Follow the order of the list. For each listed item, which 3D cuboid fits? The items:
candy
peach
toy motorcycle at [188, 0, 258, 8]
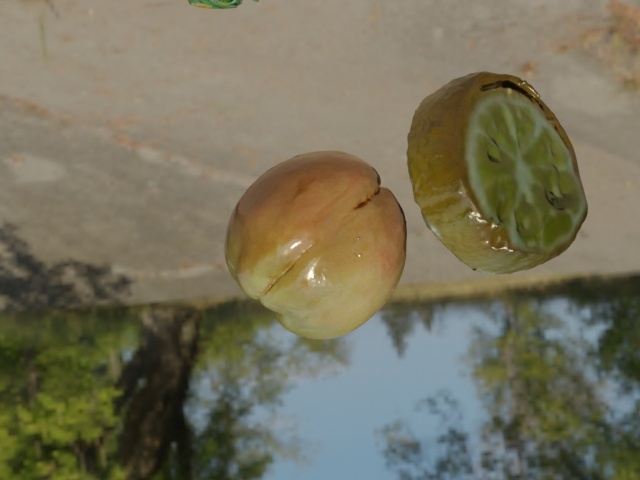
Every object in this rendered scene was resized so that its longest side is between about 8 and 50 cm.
[{"bbox_3d":[0.217,-0.084,1.649,0.260,0.260,0.118,-8,167,-47],"label":"candy"},{"bbox_3d":[0.000,0.000,1.322,0.184,0.184,0.184,-7,-179,0],"label":"peach"},{"bbox_3d":[-0.107,-0.278,1.223,0.106,0.190,0.074,-46,-156,-2],"label":"toy motorcycle"}]
